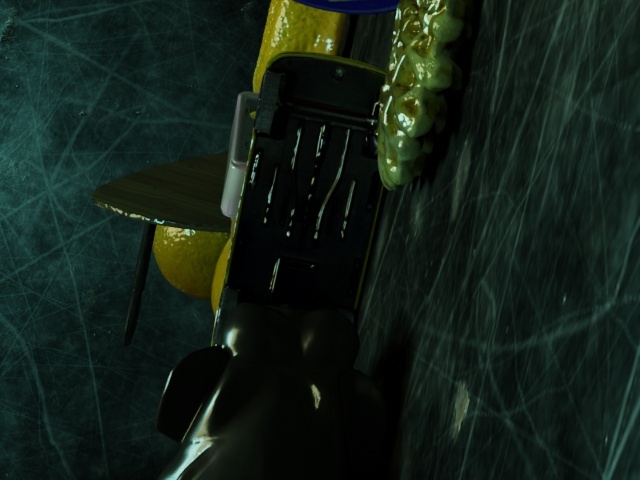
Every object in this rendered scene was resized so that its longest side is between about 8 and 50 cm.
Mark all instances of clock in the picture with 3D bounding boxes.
[{"bbox_3d":[-0.027,-0.089,1.892,0.197,0.150,0.063,-88,8,-60],"label":"clock"}]

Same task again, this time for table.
[{"bbox_3d":[-0.133,0.033,2.467,0.317,0.317,0.249,-93,2,-67],"label":"table"}]

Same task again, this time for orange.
[{"bbox_3d":[-0.166,-0.013,2.728,0.236,0.236,0.236,-168,90,-84],"label":"orange"}]

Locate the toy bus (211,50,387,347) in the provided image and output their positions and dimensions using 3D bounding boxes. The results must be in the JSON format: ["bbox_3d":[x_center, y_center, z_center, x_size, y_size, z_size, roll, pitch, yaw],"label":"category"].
[{"bbox_3d":[-0.019,-0.026,1.718,0.151,0.145,0.331,-100,22,-78],"label":"toy bus"}]

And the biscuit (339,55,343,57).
[{"bbox_3d":[0.008,-0.128,2.275,0.144,0.016,0.203,-89,12,-64],"label":"biscuit"}]

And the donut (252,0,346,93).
[{"bbox_3d":[-0.022,-0.306,2.423,0.303,0.110,0.302,-168,90,-86],"label":"donut"}]

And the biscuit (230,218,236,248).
[{"bbox_3d":[-0.066,0.026,1.894,0.184,0.027,0.133,-133,43,-62],"label":"biscuit"}]

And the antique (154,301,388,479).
[{"bbox_3d":[-0.047,0.207,1.414,0.255,0.185,0.322,98,180,-59],"label":"antique"}]

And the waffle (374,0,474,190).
[{"bbox_3d":[0.083,-0.153,1.445,0.204,0.054,0.223,126,156,-74],"label":"waffle"}]

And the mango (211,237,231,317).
[{"bbox_3d":[-0.071,0.031,2.201,0.145,0.112,0.219,63,142,45],"label":"mango"}]

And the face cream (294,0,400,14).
[{"bbox_3d":[0.025,-0.304,1.552,0.206,0.206,0.111,115,168,-65],"label":"face cream"}]
